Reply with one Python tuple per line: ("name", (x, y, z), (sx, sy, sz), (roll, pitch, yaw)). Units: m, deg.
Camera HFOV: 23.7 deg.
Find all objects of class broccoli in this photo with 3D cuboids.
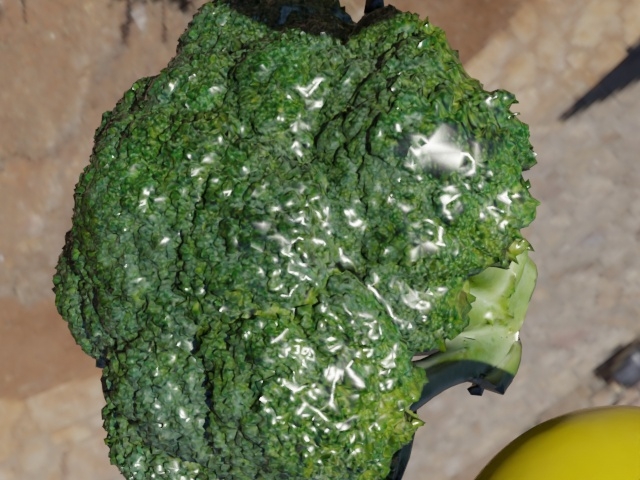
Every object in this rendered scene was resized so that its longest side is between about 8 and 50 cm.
("broccoli", (0.000, 0.000, 0.853), (0.283, 0.321, 0.304), (13, 122, -39))

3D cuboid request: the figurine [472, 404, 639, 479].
("figurine", (0.177, 0.207, 0.709), (0.187, 0.215, 0.343), (-25, 144, 26))
